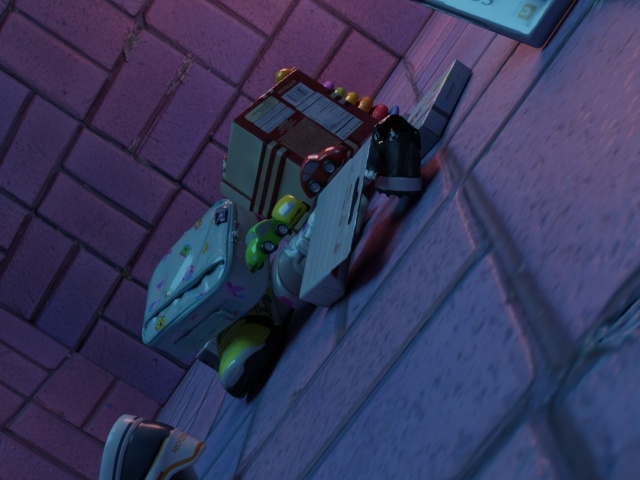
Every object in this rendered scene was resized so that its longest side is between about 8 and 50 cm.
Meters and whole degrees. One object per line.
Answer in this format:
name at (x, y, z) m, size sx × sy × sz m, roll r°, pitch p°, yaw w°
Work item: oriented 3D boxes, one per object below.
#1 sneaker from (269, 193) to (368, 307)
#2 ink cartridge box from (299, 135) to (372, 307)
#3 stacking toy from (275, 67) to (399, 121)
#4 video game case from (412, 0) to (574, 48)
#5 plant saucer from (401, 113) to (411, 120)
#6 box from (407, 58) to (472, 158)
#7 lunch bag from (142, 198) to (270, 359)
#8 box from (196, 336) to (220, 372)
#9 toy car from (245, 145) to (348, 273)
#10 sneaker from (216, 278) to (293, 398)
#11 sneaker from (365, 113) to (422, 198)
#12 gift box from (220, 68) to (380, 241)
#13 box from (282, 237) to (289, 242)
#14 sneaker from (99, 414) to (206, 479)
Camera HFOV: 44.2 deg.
sneaker at (0.000, 0.000, 1.340) m, size 0.252 × 0.103 × 0.111 m, roll -60°, pitch 5°, yaw -28°
ink cartridge box at (0.038, -0.019, 1.114) m, size 0.225 × 0.056 × 0.180 m, roll 138°, pitch 146°, yaw -63°
stacking toy at (0.024, -0.304, 1.838) m, size 0.175 × 0.302 × 0.165 m, roll -55°, pitch 6°, yaw 22°
video game case at (0.255, -0.427, 0.995) m, size 0.300 × 0.036 × 0.329 m, roll 39°, pitch 97°, yaw 44°
plant saucer at (0.158, -0.227, 1.700) m, size 0.119 × 0.021 × 0.119 m, roll -55°, pitch 6°, yaw 9°
box at (0.172, -0.193, 1.295) m, size 0.186 × 0.038 × 0.145 m, roll -59°, pitch 6°, yaw -37°
lunch bag at (-0.204, 0.071, 1.395) m, size 0.279 × 0.108 × 0.224 m, roll -41°, pitch 32°, yaw 32°
box at (-0.163, 0.183, 1.686) m, size 0.203 × 0.103 × 0.114 m, roll -59°, pitch 6°, yaw -26°
toy car at (-0.062, -0.040, 1.280) m, size 0.225 × 0.053 × 0.239 m, roll -53°, pitch 0°, yaw -37°
sneaker at (-0.148, 0.160, 1.471) m, size 0.145 × 0.147 × 0.384 m, roll -53°, pitch 8°, yaw 16°
sneaker at (0.106, -0.130, 1.139) m, size 0.234 × 0.078 × 0.106 m, roll -101°, pitch 13°, yaw -77°
gift box at (-0.055, -0.174, 1.639) m, size 0.255 × 0.276 × 0.258 m, roll -40°, pitch -20°, yaw -33°
box at (-0.062, -0.099, 2.039) m, size 0.182 × 0.181 × 0.119 m, roll -51°, pitch 8°, yaw 40°
sneaker at (-0.224, 0.392, 1.024) m, size 0.126 × 0.128 × 0.320 m, roll -55°, pitch -25°, yaw -75°
